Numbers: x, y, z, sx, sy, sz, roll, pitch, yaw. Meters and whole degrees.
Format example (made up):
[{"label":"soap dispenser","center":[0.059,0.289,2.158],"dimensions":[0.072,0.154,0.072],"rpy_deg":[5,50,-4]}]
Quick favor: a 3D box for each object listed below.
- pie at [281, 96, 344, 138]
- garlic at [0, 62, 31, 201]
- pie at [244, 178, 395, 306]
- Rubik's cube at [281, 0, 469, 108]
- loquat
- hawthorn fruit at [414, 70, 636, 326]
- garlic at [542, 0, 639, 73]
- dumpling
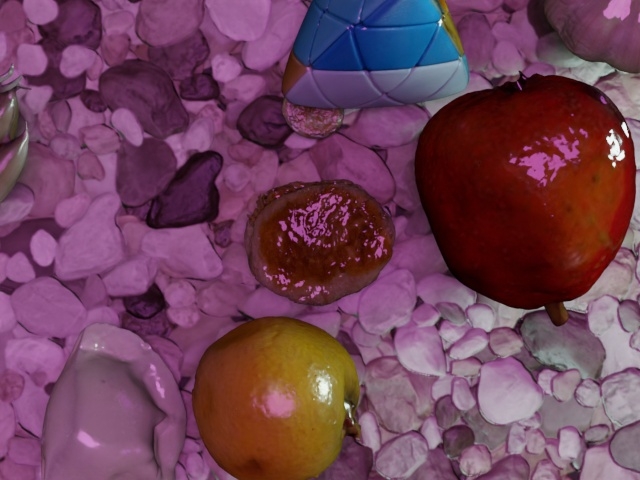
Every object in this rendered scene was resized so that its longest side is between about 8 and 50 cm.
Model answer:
[{"label":"pie","center":[-0.010,-0.171,1.354],"dimensions":[0.084,0.021,0.084],"rpy_deg":[0,88,-6]},{"label":"garlic","center":[-0.490,-0.119,1.246],"dimensions":[0.237,0.210,0.292],"rpy_deg":[32,95,6]},{"label":"pie","center":[0.000,0.000,1.319],"dimensions":[0.194,0.079,0.163],"rpy_deg":[-15,91,-2]},{"label":"Rubik's cube","center":[0.034,-0.277,1.304],"dimensions":[0.254,0.254,0.254],"rpy_deg":[0,87,-2]},{"label":"loquat","center":[-0.050,0.192,1.239],"dimensions":[0.208,0.208,0.208],"rpy_deg":[0,87,-2]},{"label":"hawthorn fruit","center":[0.255,-0.046,1.248],"dimensions":[0.265,0.265,0.307],"rpy_deg":[-19,105,-3]},{"label":"garlic","center":[0.388,-0.316,1.310],"dimensions":[0.228,0.152,0.227],"rpy_deg":[-2,78,11]},{"label":"dumpling","center":[-0.252,0.232,1.287],"dimensions":[0.179,0.131,0.252],"rpy_deg":[12,64,-20]}]
